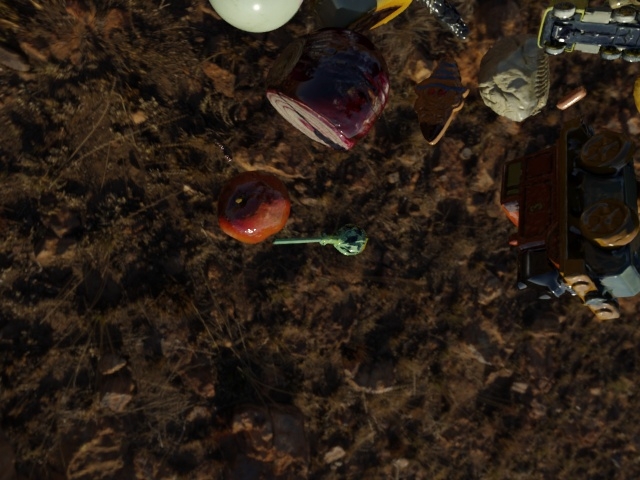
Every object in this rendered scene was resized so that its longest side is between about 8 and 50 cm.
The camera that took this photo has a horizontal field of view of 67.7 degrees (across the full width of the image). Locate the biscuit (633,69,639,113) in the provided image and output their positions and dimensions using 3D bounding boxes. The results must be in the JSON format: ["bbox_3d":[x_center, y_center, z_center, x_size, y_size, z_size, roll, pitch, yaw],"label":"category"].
[{"bbox_3d":[1.047,-0.339,1.278,0.104,0.429,0.446,-35,87,2],"label":"biscuit"}]

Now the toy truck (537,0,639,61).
[{"bbox_3d":[0.705,-0.550,1.196,0.124,0.272,0.157,79,33,-50],"label":"toy truck"}]

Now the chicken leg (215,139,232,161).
[{"bbox_3d":[-0.292,-0.277,1.459,0.021,0.036,0.083,-14,127,25],"label":"chicken leg"}]

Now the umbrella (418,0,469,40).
[{"bbox_3d":[0.452,-0.910,1.831,0.358,0.113,0.106,31,115,-25],"label":"umbrella"}]

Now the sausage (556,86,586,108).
[{"bbox_3d":[0.715,-0.406,1.361,0.034,0.083,0.034,13,62,-26],"label":"sausage"}]

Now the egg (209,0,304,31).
[{"bbox_3d":[-0.134,-0.591,1.043,0.230,0.371,0.230,3,130,3],"label":"egg"}]

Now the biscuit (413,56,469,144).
[{"bbox_3d":[0.358,-0.429,1.453,0.043,0.183,0.280,21,82,-48],"label":"biscuit"}]

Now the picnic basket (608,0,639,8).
[{"bbox_3d":[0.688,-0.587,0.957,0.267,0.139,0.165,-36,115,-33],"label":"picnic basket"}]

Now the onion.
[{"bbox_3d":[0.025,-0.395,1.195,0.282,0.337,0.260,31,91,-20],"label":"onion"}]

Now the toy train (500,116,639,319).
[{"bbox_3d":[0.439,-0.051,0.833,0.163,0.232,0.369,36,56,-32],"label":"toy train"}]

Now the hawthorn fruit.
[{"bbox_3d":[-0.261,-0.132,1.788,0.287,0.330,0.287,-1,87,11],"label":"hawthorn fruit"}]

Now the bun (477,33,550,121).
[{"bbox_3d":[0.624,-0.531,1.564,0.281,0.205,0.281,-17,110,-55],"label":"bun"}]

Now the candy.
[{"bbox_3d":[0.000,0.000,1.194,0.305,0.091,0.083,-2,78,-41],"label":"candy"}]

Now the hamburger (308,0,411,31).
[{"bbox_3d":[0.105,-0.656,1.250,0.294,0.276,0.179,-33,102,-30],"label":"hamburger"}]
